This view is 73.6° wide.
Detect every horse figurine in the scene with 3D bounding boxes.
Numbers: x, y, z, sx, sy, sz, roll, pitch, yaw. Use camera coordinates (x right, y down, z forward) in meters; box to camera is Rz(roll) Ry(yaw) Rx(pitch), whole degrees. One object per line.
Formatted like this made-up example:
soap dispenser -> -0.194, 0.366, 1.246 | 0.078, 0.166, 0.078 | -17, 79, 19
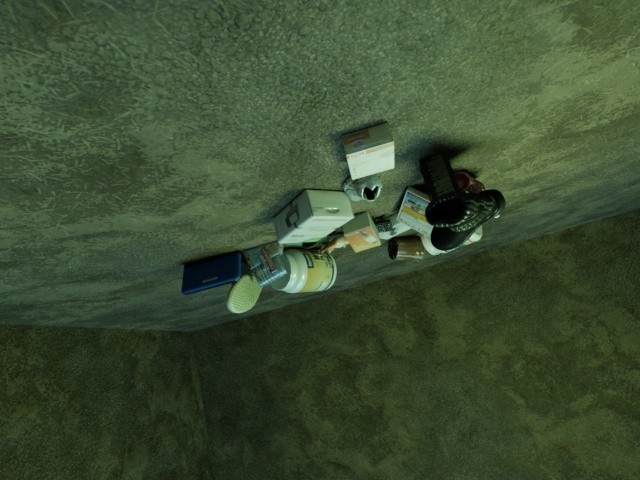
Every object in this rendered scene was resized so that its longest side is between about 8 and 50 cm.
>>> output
horse figurine -> 0.092, 0.015, 2.159 | 0.263, 0.066, 0.174 | -21, 170, -10

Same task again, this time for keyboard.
keyboard -> 0.252, -0.066, 2.052 | 0.180, 0.023, 0.108 | -9, 136, 20

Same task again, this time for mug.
mug -> 0.590, -0.210, 1.783 | 0.150, 0.113, 0.169 | -26, 157, 29

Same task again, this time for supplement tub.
supplement tub -> 0.689, -0.046, 2.258 | 0.191, 0.191, 0.272 | 4, 156, -46
supplement tub -> -0.096, 0.158, 2.237 | 0.316, 0.228, 0.228 | 2, 157, -45

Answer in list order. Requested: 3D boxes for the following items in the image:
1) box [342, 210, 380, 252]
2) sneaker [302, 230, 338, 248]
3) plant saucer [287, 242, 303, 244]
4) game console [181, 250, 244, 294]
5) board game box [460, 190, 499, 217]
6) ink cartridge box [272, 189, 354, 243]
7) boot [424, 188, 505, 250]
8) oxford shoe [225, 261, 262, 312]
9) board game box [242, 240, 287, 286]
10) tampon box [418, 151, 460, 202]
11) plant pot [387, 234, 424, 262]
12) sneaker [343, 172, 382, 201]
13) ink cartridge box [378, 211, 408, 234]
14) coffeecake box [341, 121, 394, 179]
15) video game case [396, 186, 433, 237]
box -> 0.189, -0.037, 1.977 | 0.130, 0.091, 0.170 | -18, 144, 16
sneaker -> -0.001, -0.002, 2.085 | 0.170, 0.051, 0.089 | -29, 160, 11
plant saucer -> -0.088, 0.005, 2.112 | 0.067, 0.018, 0.192 | -27, 160, 39
game console -> -0.495, 0.168, 2.076 | 0.293, 0.250, 0.173 | -16, 137, 6
board game box -> 0.570, -0.141, 1.805 | 0.193, 0.053, 0.305 | 18, 173, -24
ink cartridge box -> -0.032, -0.089, 1.670 | 0.198, 0.114, 0.273 | -2, 161, -35
boot -> 0.455, -0.065, 1.516 | 0.260, 0.131, 0.348 | -12, 153, -38
oxford shoe -> -0.378, 0.222, 2.105 | 0.130, 0.169, 0.449 | -7, -160, 13
board game box -> -0.245, 0.090, 2.041 | 0.194, 0.194, 0.060 | -30, 163, 5
tampon box -> 0.430, -0.213, 1.545 | 0.101, 0.161, 0.120 | -17, 163, 12
plant pot -> 0.494, 0.052, 2.510 | 0.165, 0.167, 0.167 | 0, 160, -19
sneaker -> 0.150, -0.178, 1.509 | 0.099, 0.121, 0.262 | -10, 164, -11
ink cartridge box -> 0.436, -0.087, 2.146 | 0.261, 0.066, 0.296 | 5, 156, -45
coffeecake box -> 0.148, -0.267, 1.303 | 0.142, 0.068, 0.185 | -15, 164, 6
video game case -> 0.444, -0.111, 1.852 | 0.204, 0.025, 0.285 | 30, 161, 12
